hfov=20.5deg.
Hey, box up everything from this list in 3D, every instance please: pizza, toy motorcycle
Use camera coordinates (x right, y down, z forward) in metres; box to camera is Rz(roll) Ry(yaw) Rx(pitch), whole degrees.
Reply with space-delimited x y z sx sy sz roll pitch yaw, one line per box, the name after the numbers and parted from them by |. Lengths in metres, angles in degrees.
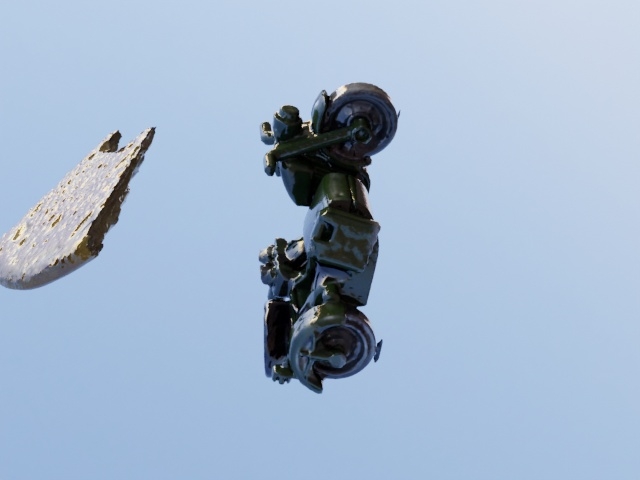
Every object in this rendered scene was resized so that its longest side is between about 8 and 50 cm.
-0.259 -0.034 1.877 0.034 0.181 0.262 53 -137 -24 | pizza
0.000 0.000 1.652 0.127 0.275 0.205 6 -152 -7 | toy motorcycle
